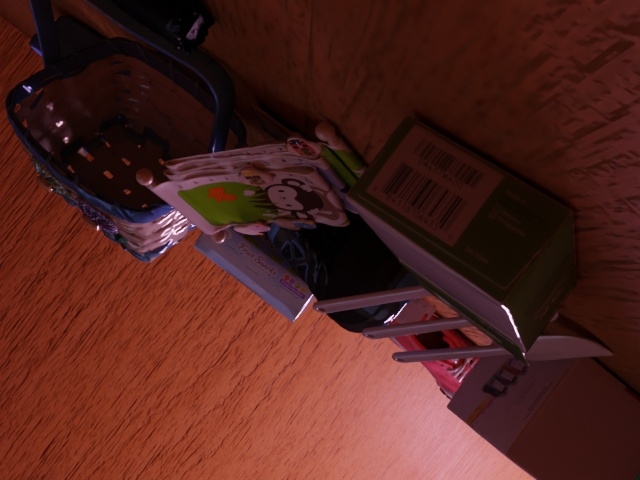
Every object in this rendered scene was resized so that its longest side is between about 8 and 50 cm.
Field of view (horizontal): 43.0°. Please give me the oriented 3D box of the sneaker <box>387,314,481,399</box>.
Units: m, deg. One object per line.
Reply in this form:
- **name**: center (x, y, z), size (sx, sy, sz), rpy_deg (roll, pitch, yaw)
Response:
- **sneaker**: center (0.256, 0.239, 1.598), size (0.314, 0.116, 0.136), rpy_deg (38, 175, -3)

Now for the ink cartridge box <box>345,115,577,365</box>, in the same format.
- **ink cartridge box**: center (0.101, 0.010, 0.520), size (0.109, 0.062, 0.209), rpy_deg (36, 177, 25)

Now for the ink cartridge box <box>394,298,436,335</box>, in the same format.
- **ink cartridge box**: center (0.148, 0.117, 1.479), size (0.115, 0.062, 0.029), rpy_deg (37, 175, 17)

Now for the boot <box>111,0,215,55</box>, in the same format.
- **boot**: center (-0.129, -0.175, 0.556), size (0.099, 0.045, 0.121), rpy_deg (39, -176, 7)

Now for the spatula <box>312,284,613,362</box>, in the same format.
- **spatula**: center (0.113, 0.071, 0.735), size (0.168, 0.019, 0.242), rpy_deg (34, 151, -32)

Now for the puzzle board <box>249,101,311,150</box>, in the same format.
- **puzzle board**: center (-0.012, -0.088, 0.811), size (0.128, 0.011, 0.096), rpy_deg (38, 178, 8)

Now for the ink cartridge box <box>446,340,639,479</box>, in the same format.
- **ink cartridge box**: center (0.242, 0.183, 0.859), size (0.128, 0.127, 0.176), rpy_deg (38, 178, -10)

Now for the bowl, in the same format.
- **bowl**: center (-0.307, -0.232, 1.379), size (0.391, 0.077, 0.391), rpy_deg (38, 177, 3)

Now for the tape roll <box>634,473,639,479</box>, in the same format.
- **tape roll**: center (0.538, 0.395, 1.101), size (0.321, 0.077, 0.321), rpy_deg (37, 177, 2)

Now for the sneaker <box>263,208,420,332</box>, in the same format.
- **sneaker**: center (0.000, 0.000, 0.919), size (0.140, 0.125, 0.341), rpy_deg (41, 175, -25)

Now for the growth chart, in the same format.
- **growth chart**: center (-0.048, -0.044, 0.753), size (0.237, 0.021, 0.172), rpy_deg (-8, 152, 32)

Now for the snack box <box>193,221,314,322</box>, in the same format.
- **snack box**: center (-0.052, 0.002, 1.157), size (0.175, 0.070, 0.207), rpy_deg (37, -149, 5)

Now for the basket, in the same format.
- **basket**: center (-0.200, -0.127, 0.863), size (0.255, 0.201, 0.288), rpy_deg (36, 142, 17)
